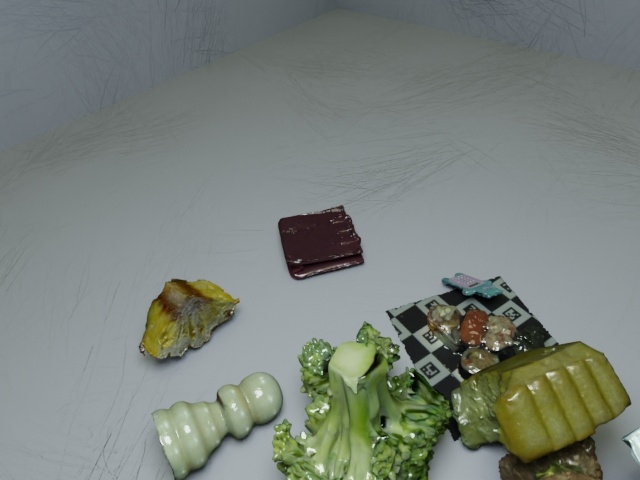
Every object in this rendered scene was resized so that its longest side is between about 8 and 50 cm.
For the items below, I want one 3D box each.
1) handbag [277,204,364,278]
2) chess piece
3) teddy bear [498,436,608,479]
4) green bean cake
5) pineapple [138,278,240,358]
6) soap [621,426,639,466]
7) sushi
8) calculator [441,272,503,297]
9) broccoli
[{"bbox_3d":[0.000,0.002,1.285,0.216,0.074,0.203,-12,43,-8],"label":"handbag"},{"bbox_3d":[-0.188,0.342,0.915,0.243,0.133,0.133,-21,44,-24],"label":"chess piece"},{"bbox_3d":[0.397,0.450,0.696,0.246,0.222,0.296,-35,65,17],"label":"teddy bear"},{"bbox_3d":[0.356,0.271,0.809,0.233,0.236,0.124,-19,75,-13],"label":"green bean cake"},{"bbox_3d":[-0.301,0.165,1.061,0.115,0.186,0.236,23,44,27],"label":"pineapple"},{"bbox_3d":[0.555,0.359,0.703,0.091,0.230,0.145,-36,39,18],"label":"soap"},{"bbox_3d":[0.352,0.209,1.014,0.320,0.068,0.339,-15,43,-9],"label":"sushi"},{"bbox_3d":[0.362,0.107,1.124,0.094,0.019,0.141,-15,22,-31],"label":"calculator"},{"bbox_3d":[0.068,0.316,0.804,0.277,0.317,0.338,2,2,27],"label":"broccoli"}]
